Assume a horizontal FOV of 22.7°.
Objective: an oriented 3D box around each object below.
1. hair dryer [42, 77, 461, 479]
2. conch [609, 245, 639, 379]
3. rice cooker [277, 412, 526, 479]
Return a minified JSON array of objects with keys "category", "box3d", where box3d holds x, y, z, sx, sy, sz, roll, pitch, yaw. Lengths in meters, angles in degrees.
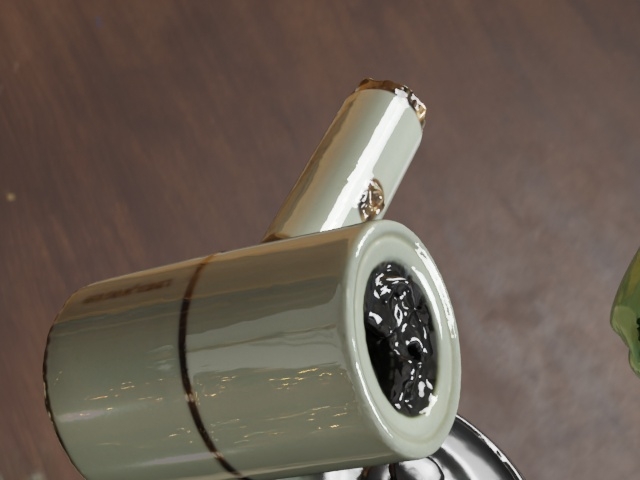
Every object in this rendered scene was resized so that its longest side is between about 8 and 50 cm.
[{"category":"hair dryer","box3d":[0.000,0.000,0.955,0.203,0.128,0.362,-12,29,30]},{"category":"conch","box3d":[0.315,0.021,1.301,0.143,0.137,0.251,6,105,-15]},{"category":"rice cooker","box3d":[0.025,0.225,1.083,0.280,0.227,0.241,17,40,-11]}]
